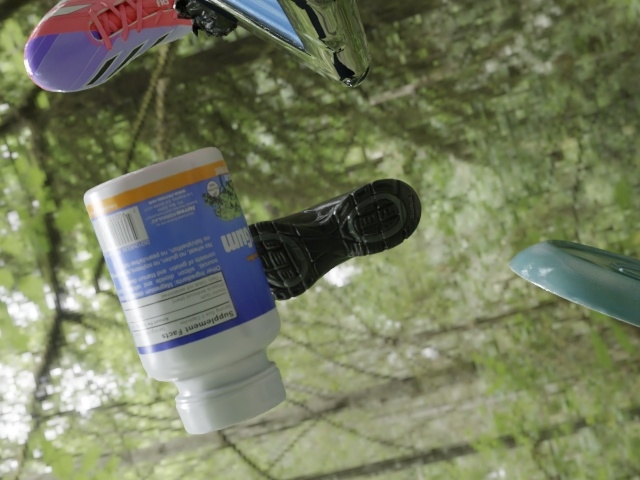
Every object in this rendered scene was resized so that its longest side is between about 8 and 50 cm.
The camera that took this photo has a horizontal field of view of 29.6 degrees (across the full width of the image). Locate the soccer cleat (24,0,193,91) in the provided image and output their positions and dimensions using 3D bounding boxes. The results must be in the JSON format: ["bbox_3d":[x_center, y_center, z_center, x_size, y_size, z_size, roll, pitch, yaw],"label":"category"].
[{"bbox_3d":[-0.155,-0.208,1.099,0.248,0.095,0.083,-31,-79,-34],"label":"soccer cleat"}]

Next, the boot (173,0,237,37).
[{"bbox_3d":[-0.071,-0.210,0.887,0.099,0.121,0.045,47,-154,-29],"label":"boot"}]

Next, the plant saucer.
[{"bbox_3d":[0.367,0.058,1.345,0.317,0.318,0.043,-17,-55,-76],"label":"plant saucer"}]

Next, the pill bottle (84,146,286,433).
[{"bbox_3d":[-0.130,0.053,1.252,0.152,0.152,0.272,-36,-73,-76],"label":"pill bottle"}]

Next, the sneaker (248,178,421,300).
[{"bbox_3d":[0.000,0.000,1.574,0.130,0.286,0.109,-43,-66,-79],"label":"sneaker"}]

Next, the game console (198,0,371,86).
[{"bbox_3d":[-0.127,-0.200,0.664,0.342,0.060,0.386,36,-177,4],"label":"game console"}]
